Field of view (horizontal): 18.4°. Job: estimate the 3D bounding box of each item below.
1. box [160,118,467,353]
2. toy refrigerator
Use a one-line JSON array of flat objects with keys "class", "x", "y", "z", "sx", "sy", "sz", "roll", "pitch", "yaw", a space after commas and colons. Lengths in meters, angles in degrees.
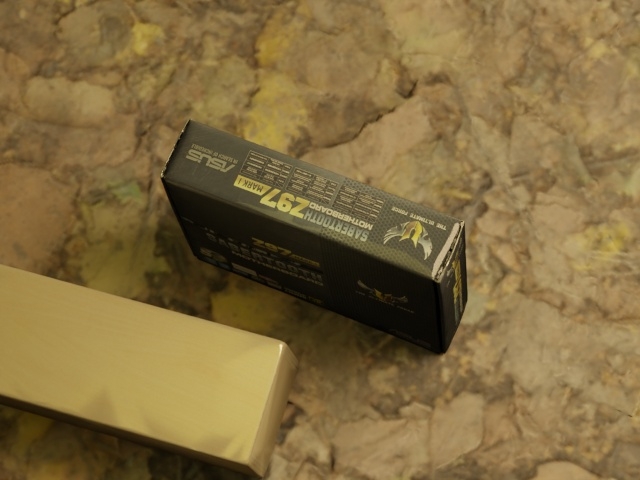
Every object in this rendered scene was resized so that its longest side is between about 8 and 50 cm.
[{"class": "box", "x": 0.000, "y": 0.000, "z": 1.554, "sx": 0.232, "sy": 0.183, "sz": 0.059, "roll": 20, "pitch": 72, "yaw": 12}, {"class": "toy refrigerator", "x": -0.163, "y": 0.102, "z": 1.580, "sx": 0.269, "sy": 0.094, "sz": 0.102, "roll": 14, "pitch": 78, "yaw": 11}]
